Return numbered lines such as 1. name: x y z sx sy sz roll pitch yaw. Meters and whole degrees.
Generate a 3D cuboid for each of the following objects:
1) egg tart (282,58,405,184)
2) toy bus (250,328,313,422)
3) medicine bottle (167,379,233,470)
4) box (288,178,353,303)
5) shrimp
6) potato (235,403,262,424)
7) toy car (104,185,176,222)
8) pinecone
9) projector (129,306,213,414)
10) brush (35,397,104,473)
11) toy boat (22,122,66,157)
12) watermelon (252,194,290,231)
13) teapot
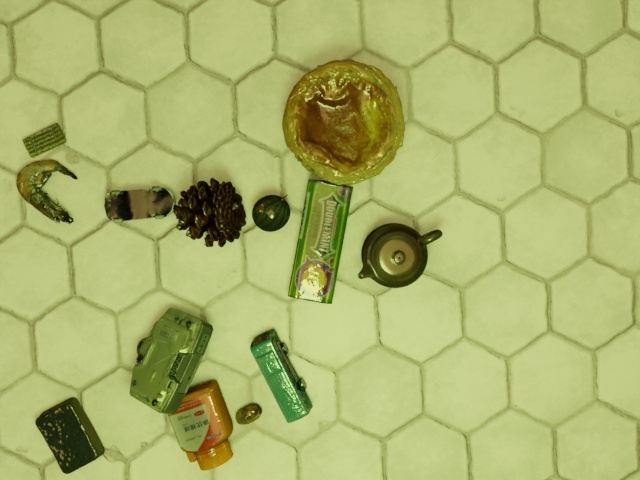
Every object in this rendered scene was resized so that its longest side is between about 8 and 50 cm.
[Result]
1. egg tart: 0.068 -0.325 1.615 0.353 0.150 0.351 0 89 5
2. toy bus: -0.112 0.389 1.662 0.091 0.109 0.261 -28 91 7
3. medicine bottle: -0.336 0.534 1.660 0.150 0.112 0.222 -20 92 3
4. box: 0.000 0.000 1.650 0.134 0.097 0.345 11 92 -2
5. shrimp: -0.776 -0.146 1.670 0.217 0.051 0.150 42 84 2
6. potato: -0.211 0.511 1.695 0.083 0.040 0.051 -28 87 0
7. toy car: -0.520 -0.104 1.666 0.205 0.056 0.095 -6 92 -3
8. pinecone: -0.312 -0.076 1.610 0.208 0.208 0.207 0 92 0
9. projector: -0.435 0.329 1.622 0.194 0.088 0.269 16 77 33
10. brush: -0.733 0.572 1.687 0.123 0.059 0.197 -28 92 -1
11. toy boat: -0.803 -0.291 1.679 0.115 0.016 0.063 -26 92 0
12. watermelon: -0.132 -0.086 1.639 0.105 0.105 0.133 45 112 -1
13. teapot: 0.221 0.038 1.615 0.268 0.175 0.185 -29 94 1
